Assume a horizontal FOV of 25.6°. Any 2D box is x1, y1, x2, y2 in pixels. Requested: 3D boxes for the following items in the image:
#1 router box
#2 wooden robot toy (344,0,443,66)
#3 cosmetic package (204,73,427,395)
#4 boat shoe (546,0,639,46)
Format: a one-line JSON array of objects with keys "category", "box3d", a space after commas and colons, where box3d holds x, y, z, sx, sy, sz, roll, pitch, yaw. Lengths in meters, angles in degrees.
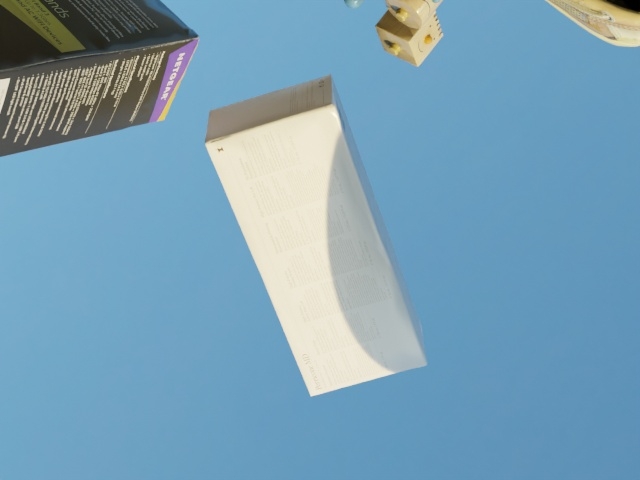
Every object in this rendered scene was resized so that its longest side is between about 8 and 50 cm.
[{"category": "router box", "box3d": [-0.275, -0.186, 0.976, 0.309, 0.243, 0.081, 44, -53, 22]}, {"category": "wooden robot toy", "box3d": [0.045, -0.181, 0.805, 0.076, 0.173, 0.079, 24, -111, 44]}, {"category": "cosmetic package", "box3d": [0.000, 0.000, 1.065, 0.099, 0.239, 0.060, -16, -150, 7]}, {"category": "boat shoe", "box3d": [0.065, -0.146, 0.548, 0.190, 0.072, 0.068, 35, -73, 10]}]
